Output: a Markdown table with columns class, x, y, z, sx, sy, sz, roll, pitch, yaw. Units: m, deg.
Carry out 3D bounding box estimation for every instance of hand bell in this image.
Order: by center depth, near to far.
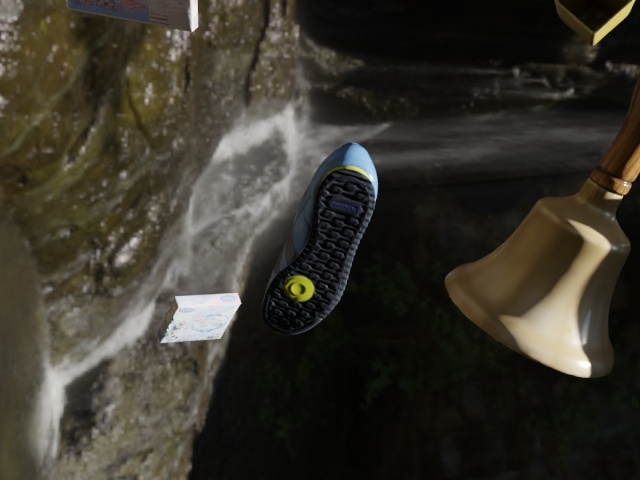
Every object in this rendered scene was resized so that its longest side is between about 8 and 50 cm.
| class | x | y | z | sx | sy | sz | roll | pitch | yaw |
| --- | --- | --- | --- | --- | --- | --- | --- | --- | --- |
| hand bell | 0.188 | -0.046 | 0.542 | 0.126 | 0.126 | 0.242 | -101 | -148 | -65 |

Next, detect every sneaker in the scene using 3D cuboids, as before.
| class | x | y | z | sx | sy | sz | roll | pitch | yaw |
| --- | --- | --- | --- | --- | --- | --- | --- | --- | --- |
| sneaker | 0.000 | 0.000 | 0.840 | 0.082 | 0.069 | 0.209 | -87 | -161 | -60 |

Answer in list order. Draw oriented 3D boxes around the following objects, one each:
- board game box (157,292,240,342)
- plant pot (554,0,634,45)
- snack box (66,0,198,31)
| class | x | y | z | sx | sy | sz | roll | pitch | yaw |
| --- | --- | --- | --- | --- | --- | --- | --- | --- | --- |
| board game box | -0.165 | 0.105 | 1.158 | 0.090 | 0.090 | 0.020 | -56 | -135 | 44 |
| plant pot | 0.399 | -0.333 | 1.244 | 0.081 | 0.081 | 0.083 | 49 | 3 | 21 |
| snack box | -0.241 | -0.311 | 1.080 | 0.022 | 0.178 | 0.064 | -62 | 161 | -51 |
